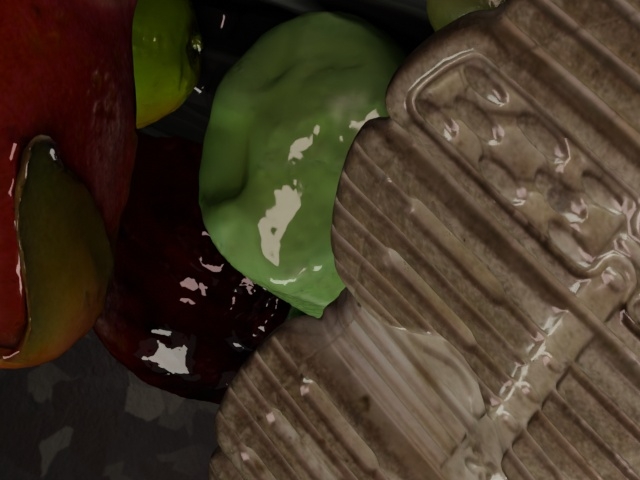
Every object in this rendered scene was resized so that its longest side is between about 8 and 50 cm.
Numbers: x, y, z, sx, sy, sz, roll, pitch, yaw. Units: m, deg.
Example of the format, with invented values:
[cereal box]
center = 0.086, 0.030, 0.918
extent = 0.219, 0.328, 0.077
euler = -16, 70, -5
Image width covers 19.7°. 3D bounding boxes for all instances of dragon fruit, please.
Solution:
[dragon fruit]
center = -0.197, -0.102, 0.737
extent = 0.305, 0.226, 0.305
euler = 12, -153, -6

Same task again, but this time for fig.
[fig]
center = -0.078, 0.004, 1.391
extent = 0.263, 0.224, 0.224
euler = 27, 179, 31

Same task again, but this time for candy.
[candy]
center = 0.055, -0.009, 1.018
extent = 0.142, 0.132, 0.343
euler = 59, -167, 28

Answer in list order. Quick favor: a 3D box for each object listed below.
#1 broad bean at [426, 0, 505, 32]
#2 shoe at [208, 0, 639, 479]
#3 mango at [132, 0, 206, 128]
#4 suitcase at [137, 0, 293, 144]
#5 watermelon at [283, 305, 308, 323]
[broad bean]
center = 0.080, -0.082, 0.733
extent = 0.083, 0.045, 0.063
euler = 28, 167, -5
[shoe]
center = 0.105, 0.013, 0.691
extent = 0.198, 0.351, 0.172
euler = -24, -107, -44
[mango]
center = -0.173, -0.120, 0.955
extent = 0.233, 0.125, 0.111
euler = 15, -157, -3
[suitcase]
center = -0.093, -0.104, 1.126
extent = 0.285, 0.066, 0.206
euler = 19, 175, 32
[watermelon]
center = 0.128, 0.057, 1.264
extent = 0.264, 0.151, 0.302
euler = 27, -149, 18
